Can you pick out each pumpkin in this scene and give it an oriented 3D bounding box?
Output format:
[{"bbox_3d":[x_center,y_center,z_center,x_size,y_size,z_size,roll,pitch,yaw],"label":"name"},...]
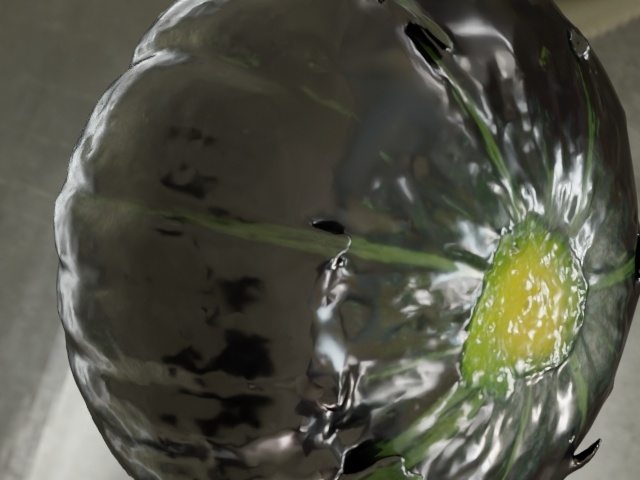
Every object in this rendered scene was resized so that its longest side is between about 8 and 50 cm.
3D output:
[{"bbox_3d":[0.000,0.000,0.854,0.295,0.296,0.296,-16,-116,35],"label":"pumpkin"}]
